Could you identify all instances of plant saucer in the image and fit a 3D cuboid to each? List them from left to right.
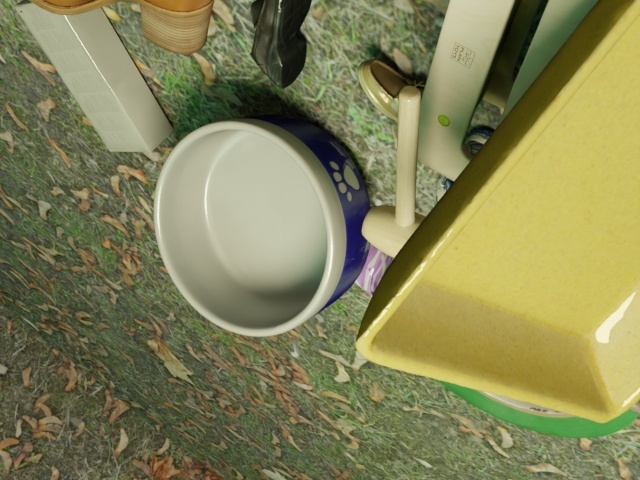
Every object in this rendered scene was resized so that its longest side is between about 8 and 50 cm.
[{"bbox_3d":[0.223,-0.020,0.610,0.333,0.081,0.333,20,117,-36],"label":"plant saucer"}]

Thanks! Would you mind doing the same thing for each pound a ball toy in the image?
[{"bbox_3d":[0.156,-0.123,0.648,0.136,0.208,0.319,29,146,13],"label":"pound a ball toy"}]

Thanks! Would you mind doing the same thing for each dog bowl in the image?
[{"bbox_3d":[-0.073,-0.021,0.989,0.265,0.104,0.265,9,108,29],"label":"dog bowl"}]

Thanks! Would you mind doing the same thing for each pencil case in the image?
[{"bbox_3d":[0.000,0.000,1.067,0.206,0.086,0.088,24,109,22],"label":"pencil case"}]

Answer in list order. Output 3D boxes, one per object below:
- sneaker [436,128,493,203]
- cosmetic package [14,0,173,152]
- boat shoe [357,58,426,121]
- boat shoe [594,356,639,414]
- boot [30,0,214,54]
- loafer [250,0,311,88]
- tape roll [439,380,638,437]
[{"bbox_3d":[0.149,-0.063,0.871,0.052,0.058,0.135,32,148,9],"label":"sneaker"},{"bbox_3d":[-0.304,-0.232,1.094,0.099,0.060,0.239,5,136,38],"label":"cosmetic package"},{"bbox_3d":[0.098,-0.144,0.833,0.135,0.050,0.045,38,146,-20],"label":"boat shoe"},{"bbox_3d":[0.379,0.123,0.788,0.355,0.132,0.130,23,-178,10],"label":"boat shoe"},{"bbox_3d":[-0.238,-0.334,0.851,0.283,0.109,0.220,29,148,9],"label":"boot"},{"bbox_3d":[-0.050,-0.236,0.845,0.061,0.062,0.170,34,147,15],"label":"loafer"},{"bbox_3d":[0.245,0.113,0.986,0.321,0.077,0.321,25,146,18],"label":"tape roll"}]
